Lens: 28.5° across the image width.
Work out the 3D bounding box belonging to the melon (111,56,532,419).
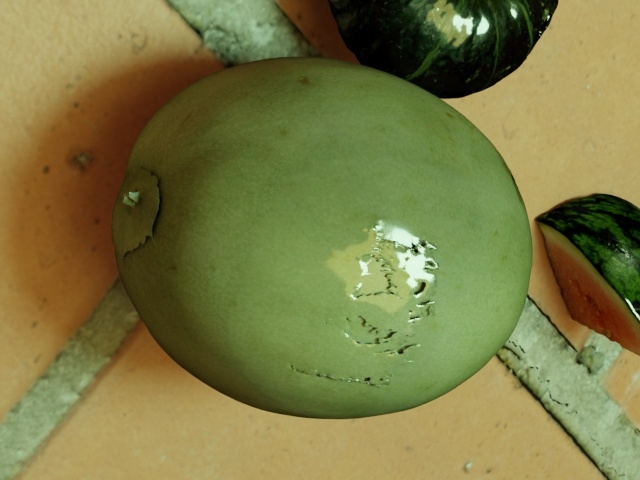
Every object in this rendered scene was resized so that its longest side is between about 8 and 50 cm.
[{"bbox_3d":[0.000,0.000,0.937,0.330,0.268,0.268,17,98,-31],"label":"melon"}]

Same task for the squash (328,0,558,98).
[{"bbox_3d":[0.097,-0.207,0.997,0.193,0.156,0.193,-4,105,-13],"label":"squash"}]

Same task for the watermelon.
[{"bbox_3d":[0.321,0.024,1.281,0.145,0.137,0.193,-35,83,-18],"label":"watermelon"}]
